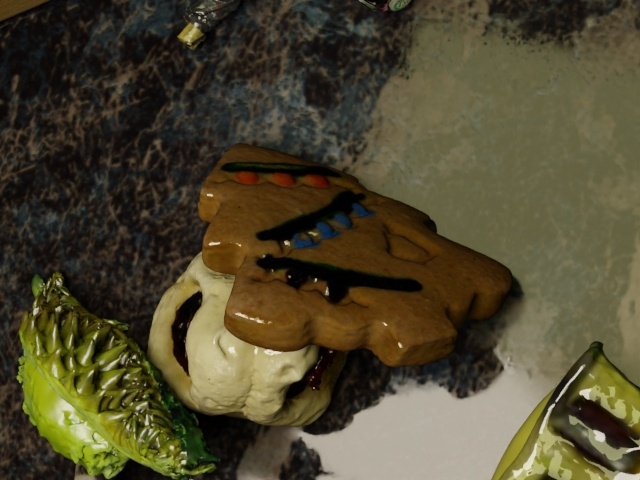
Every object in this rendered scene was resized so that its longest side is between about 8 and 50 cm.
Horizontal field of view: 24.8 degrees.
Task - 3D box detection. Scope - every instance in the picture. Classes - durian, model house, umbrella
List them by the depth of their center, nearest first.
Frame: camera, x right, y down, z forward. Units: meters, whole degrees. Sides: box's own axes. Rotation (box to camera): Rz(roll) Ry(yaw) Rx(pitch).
[{"bbox_3d":[0.246,0.222,1.121,0.234,0.175,0.193,36,90,8],"label":"model house"},{"bbox_3d":[-0.188,0.121,1.203,0.375,0.106,0.132,40,135,52],"label":"durian"},{"bbox_3d":[-0.083,-0.240,1.354,0.144,0.037,0.040,-51,43,0],"label":"umbrella"}]

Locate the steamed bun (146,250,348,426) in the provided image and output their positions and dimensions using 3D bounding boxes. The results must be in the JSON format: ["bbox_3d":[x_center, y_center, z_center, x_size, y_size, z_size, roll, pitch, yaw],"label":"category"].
[{"bbox_3d":[-0.056,0.084,1.202,0.172,0.155,0.141,14,89,-4],"label":"steamed bun"}]

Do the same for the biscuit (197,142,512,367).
[{"bbox_3d":[0.000,-0.001,1.200,0.301,0.278,0.043,43,130,37],"label":"biscuit"}]

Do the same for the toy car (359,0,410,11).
[{"bbox_3d":[0.086,-0.264,1.304,0.142,0.055,0.069,-34,69,5],"label":"toy car"}]

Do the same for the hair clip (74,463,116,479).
[{"bbox_3d":[-0.207,0.311,1.263,0.106,0.084,0.292,11,88,14],"label":"hair clip"}]

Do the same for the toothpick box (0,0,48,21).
[{"bbox_3d":[-0.365,-0.281,1.370,0.308,0.187,0.190,-21,74,7],"label":"toothpick box"}]
